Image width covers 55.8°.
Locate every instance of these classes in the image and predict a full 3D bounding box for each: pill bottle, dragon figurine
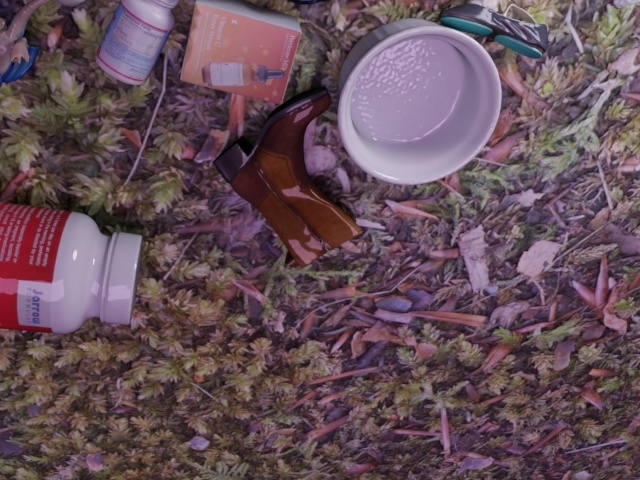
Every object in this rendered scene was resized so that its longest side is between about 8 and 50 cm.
[{"bbox_3d":[-0.287,-0.336,0.961,0.087,0.087,0.160,26,116,-23],"label":"pill bottle"},{"bbox_3d":[-0.505,-0.296,0.957,0.085,0.144,0.289,37,92,-26],"label":"dragon figurine"},{"bbox_3d":[-0.544,0.048,1.098,0.408,0.229,0.229,8,122,-13],"label":"pill bottle"}]

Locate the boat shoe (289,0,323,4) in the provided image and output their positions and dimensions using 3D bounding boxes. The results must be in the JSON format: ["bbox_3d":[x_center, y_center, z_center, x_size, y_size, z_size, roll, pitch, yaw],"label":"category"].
[{"bbox_3d":[0.064,-0.420,0.953,0.258,0.089,0.109,-22,124,6],"label":"boat shoe"}]

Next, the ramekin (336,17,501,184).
[{"bbox_3d":[0.158,-0.248,1.056,0.277,0.135,0.277,-4,123,-6],"label":"ramekin"}]

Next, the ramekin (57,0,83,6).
[{"bbox_3d":[-0.344,-0.451,0.768,0.127,0.273,0.272,-27,124,3],"label":"ramekin"}]

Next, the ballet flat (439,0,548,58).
[{"bbox_3d":[0.302,-0.376,1.038,0.203,0.074,0.074,16,120,-11],"label":"ballet flat"}]

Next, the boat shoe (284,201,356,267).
[{"bbox_3d":[0.000,0.000,1.243,0.060,0.064,0.178,38,109,-26],"label":"boat shoe"}]

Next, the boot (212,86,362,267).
[{"bbox_3d":[-0.018,-0.107,1.108,0.264,0.096,0.280,-36,106,17],"label":"boot"}]

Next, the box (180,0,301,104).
[{"bbox_3d":[-0.132,-0.316,0.994,0.171,0.091,0.130,10,122,-14],"label":"box"}]
